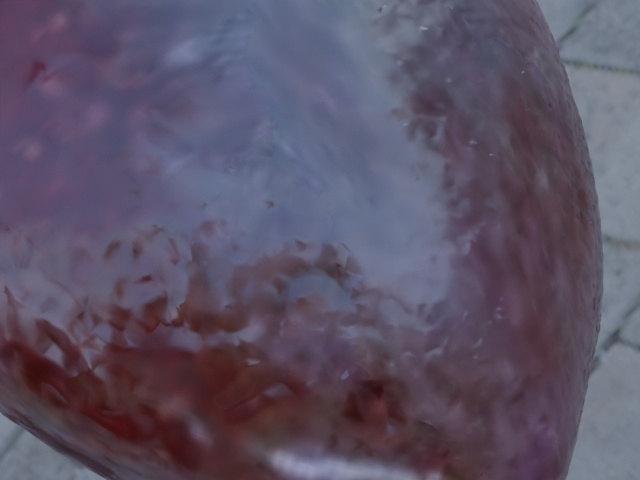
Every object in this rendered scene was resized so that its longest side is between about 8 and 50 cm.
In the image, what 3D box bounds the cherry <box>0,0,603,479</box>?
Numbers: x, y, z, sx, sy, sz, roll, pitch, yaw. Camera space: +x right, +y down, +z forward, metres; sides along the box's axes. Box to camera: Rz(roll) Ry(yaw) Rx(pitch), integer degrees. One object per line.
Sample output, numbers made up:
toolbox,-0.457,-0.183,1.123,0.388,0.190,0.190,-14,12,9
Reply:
cherry,-0.019,-0.013,0.463,0.250,0.192,0.175,47,133,28
